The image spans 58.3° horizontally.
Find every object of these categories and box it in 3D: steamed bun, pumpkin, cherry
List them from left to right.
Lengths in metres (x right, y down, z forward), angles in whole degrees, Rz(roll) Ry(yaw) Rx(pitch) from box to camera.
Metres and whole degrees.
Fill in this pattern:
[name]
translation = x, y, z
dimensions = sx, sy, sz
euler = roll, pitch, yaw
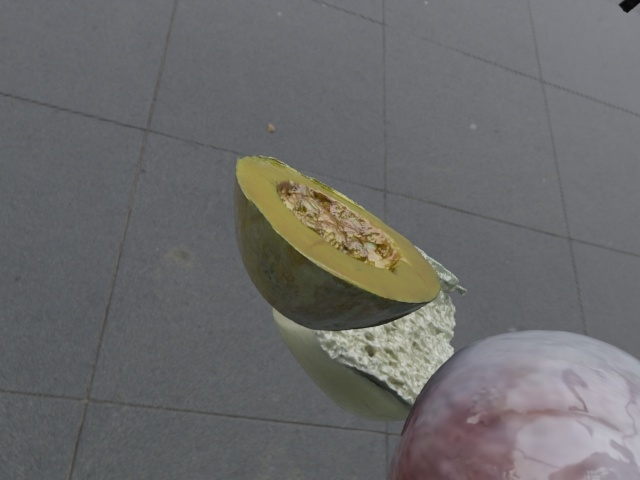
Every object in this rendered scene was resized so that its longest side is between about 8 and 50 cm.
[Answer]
[pumpkin]
translation = -0.004, 0.017, 0.539
dimensions = 0.217, 0.110, 0.217
euler = 26, 27, -14
[steamed bun]
translation = 0.062, 0.149, 0.906
dimensions = 0.290, 0.273, 0.272
euler = 49, 31, -9
[cherry]
translation = 0.213, 0.225, 0.534
dimensions = 0.291, 0.335, 0.326
euler = 25, 44, 39

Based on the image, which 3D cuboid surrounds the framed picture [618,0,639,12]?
[framed picture]
translation = 0.379, -0.322, 0.467
dimensions = 0.018, 0.265, 0.192
euler = 41, 61, -2
